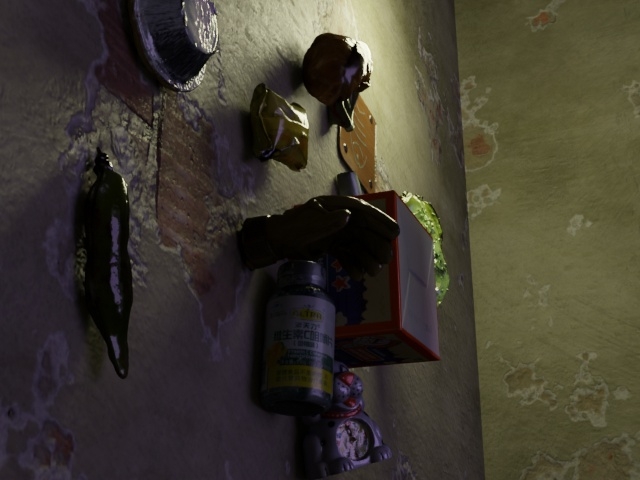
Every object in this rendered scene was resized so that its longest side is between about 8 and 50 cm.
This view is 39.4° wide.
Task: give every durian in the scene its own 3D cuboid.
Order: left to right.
[{"bbox_3d":[0.251,0.020,2.542,0.163,0.198,0.394,52,33,-51],"label":"durian"}]

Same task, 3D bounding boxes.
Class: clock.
[{"bbox_3d":[0.034,0.363,1.892,0.189,0.189,0.253,10,67,-69],"label":"clock"}]

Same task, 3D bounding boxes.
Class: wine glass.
[{"bbox_3d":[0.088,-0.085,2.343,0.066,0.066,0.198,-38,116,-67],"label":"wine glass"}]

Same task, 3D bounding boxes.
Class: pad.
[{"bbox_3d":[0.106,-0.295,2.538,0.286,0.018,0.284,46,40,-55],"label":"pad"}]

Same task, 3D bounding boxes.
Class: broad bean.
[{"bbox_3d":[-0.298,0.025,1.256,0.077,0.061,0.338,47,38,-76],"label":"broad bean"}]

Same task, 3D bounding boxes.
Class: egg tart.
[{"bbox_3d":[-0.240,-0.370,1.526,0.234,0.094,0.234,-6,90,-69],"label":"egg tart"}]

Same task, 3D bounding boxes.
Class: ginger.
[{"bbox_3d":[0.050,-0.437,2.220,0.172,0.165,0.321,70,24,-10],"label":"ginger"}]

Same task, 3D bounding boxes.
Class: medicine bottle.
[{"bbox_3d":[-0.042,0.189,1.767,0.141,0.141,0.293,49,37,-55],"label":"medicine bottle"}]

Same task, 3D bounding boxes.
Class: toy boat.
[{"bbox_3d":[0.063,-0.350,2.359,0.089,0.071,0.185,62,29,-44],"label":"toy boat"}]

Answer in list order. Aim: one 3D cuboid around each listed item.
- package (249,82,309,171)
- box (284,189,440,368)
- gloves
[{"bbox_3d":[-0.085,-0.231,1.891,0.226,0.090,0.168,11,75,-66],"label":"package"},{"bbox_3d":[0.102,0.101,2.027,0.349,0.257,0.318,38,48,-63],"label":"box"},{"bbox_3d":[0.003,-0.009,1.702,0.141,0.331,0.154,-56,134,-51],"label":"gloves"}]
